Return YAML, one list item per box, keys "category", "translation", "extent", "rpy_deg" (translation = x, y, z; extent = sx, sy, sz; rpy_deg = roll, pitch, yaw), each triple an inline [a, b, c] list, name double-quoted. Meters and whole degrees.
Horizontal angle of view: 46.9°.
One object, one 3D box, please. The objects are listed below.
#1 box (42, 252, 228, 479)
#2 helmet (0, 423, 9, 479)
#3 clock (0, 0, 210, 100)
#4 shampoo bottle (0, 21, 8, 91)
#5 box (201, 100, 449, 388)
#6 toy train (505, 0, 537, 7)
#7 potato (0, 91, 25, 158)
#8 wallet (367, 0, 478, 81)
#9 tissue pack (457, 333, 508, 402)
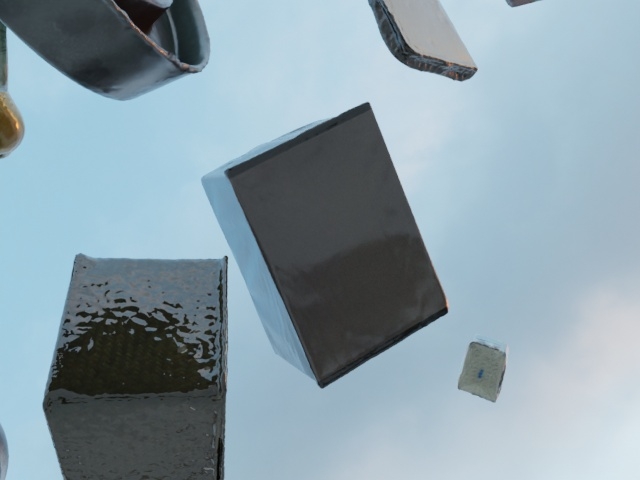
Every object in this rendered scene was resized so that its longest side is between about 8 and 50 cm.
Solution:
- category: "box"
  translation: [-0.162, 0.165, 0.706]
  extent: [0.143, 0.184, 0.273]
  rpy_deg: [0, -50, -9]
- category: "helmet"
  translation: [-0.511, 0.291, 0.960]
  extent: [0.193, 0.216, 0.189]
  rpy_deg: [19, -98, -57]
- category: "clock"
  translation: [-0.186, -0.245, 0.500]
  extent: [0.066, 0.319, 0.319]
  rpy_deg: [-27, -59, 10]
- category: "shampoo bottle"
  translation: [-0.336, -0.139, 0.531]
  extent: [0.205, 0.065, 0.065]
  rpy_deg: [-2, -69, -22]
- category: "box"
  translation: [0.000, 0.000, 0.843]
  extent: [0.188, 0.153, 0.252]
  rpy_deg: [-28, -76, -16]
- category: "toy train"
  translation: [0.163, -0.373, 0.757]
  extent: [0.409, 0.089, 0.086]
  rpy_deg: [20, -114, -57]
- category: "potato"
  translation: [-0.439, -0.162, 0.850]
  extent: [0.194, 0.157, 0.157]
  rpy_deg: [37, -87, -24]
- category: "wallet"
  translation: [0.102, -0.354, 1.014]
  extent: [0.165, 0.309, 0.042]
  rpy_deg: [-1, -29, -44]
- category: "tissue pack"
  translation: [0.220, 0.169, 0.993]
  extent: [0.059, 0.094, 0.074]
  rpy_deg: [15, -85, 16]
